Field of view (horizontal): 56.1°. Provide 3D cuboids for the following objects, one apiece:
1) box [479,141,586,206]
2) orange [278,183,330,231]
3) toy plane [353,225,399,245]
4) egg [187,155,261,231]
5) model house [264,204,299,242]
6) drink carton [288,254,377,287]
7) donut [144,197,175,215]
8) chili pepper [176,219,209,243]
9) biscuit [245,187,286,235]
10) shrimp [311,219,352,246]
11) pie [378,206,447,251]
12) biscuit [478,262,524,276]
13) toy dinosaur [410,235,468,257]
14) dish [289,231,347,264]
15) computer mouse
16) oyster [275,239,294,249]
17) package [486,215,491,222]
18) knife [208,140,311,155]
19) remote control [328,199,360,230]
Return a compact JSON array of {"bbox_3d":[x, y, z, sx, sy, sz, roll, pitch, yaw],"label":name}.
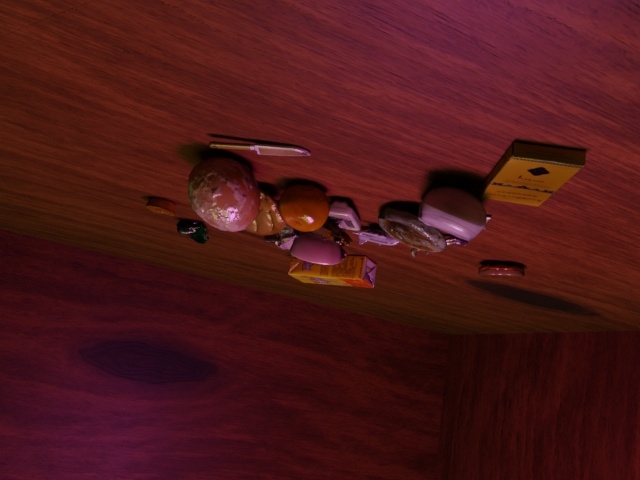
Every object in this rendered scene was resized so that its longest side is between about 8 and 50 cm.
[{"bbox_3d":[0.481,-0.147,1.392,0.153,0.041,0.279,9,165,3],"label":"box"},{"bbox_3d":[-0.046,-0.100,1.757,0.155,0.134,0.154,17,146,12],"label":"orange"},{"bbox_3d":[0.199,-0.013,2.032,0.171,0.065,0.162,-3,165,31],"label":"toy plane"},{"bbox_3d":[-0.261,-0.126,1.652,0.195,0.195,0.233,-3,147,39],"label":"egg"},{"bbox_3d":[-0.148,-0.076,1.976,0.165,0.106,0.152,-6,121,38],"label":"model house"},{"bbox_3d":[0.051,0.125,2.586,0.351,0.111,0.154,3,164,27],"label":"drink carton"},{"bbox_3d":[-0.571,-0.123,2.149,0.108,0.043,0.097,10,166,2],"label":"donut"},{"bbox_3d":[-0.499,-0.032,2.419,0.108,0.062,0.216,6,167,14],"label":"chili pepper"},{"bbox_3d":[-0.207,-0.087,1.876,0.203,0.041,0.260,43,148,-14],"label":"biscuit"},{"bbox_3d":[0.016,-0.033,1.923,0.287,0.063,0.152,30,177,42],"label":"shrimp"},{"bbox_3d":[0.279,-0.030,1.834,0.240,0.054,0.240,26,169,6],"label":"pie"},{"bbox_3d":[0.681,0.113,2.264,0.170,0.050,0.170,4,172,1],"label":"biscuit"},{"bbox_3d":[0.357,-0.019,1.960,0.200,0.072,0.251,-15,142,36],"label":"toy dinosaur"},{"bbox_3d":[0.000,0.000,2.064,0.213,0.090,0.213,7,-159,-3],"label":"dish"},{"bbox_3d":[0.349,-0.079,1.592,0.184,0.121,0.297,21,-175,13],"label":"computer mouse"},{"bbox_3d":[-0.097,-0.032,2.174,0.163,0.081,0.191,-10,161,-30],"label":"oyster"},{"bbox_3d":[0.485,-0.055,1.796,0.037,0.015,0.110,12,165,9],"label":"package"},{"bbox_3d":[-0.150,-0.231,1.502,0.256,0.022,0.046,4,159,2],"label":"knife"},{"bbox_3d":[0.074,-0.077,1.898,0.090,0.049,0.230,8,170,11],"label":"remote control"}]
